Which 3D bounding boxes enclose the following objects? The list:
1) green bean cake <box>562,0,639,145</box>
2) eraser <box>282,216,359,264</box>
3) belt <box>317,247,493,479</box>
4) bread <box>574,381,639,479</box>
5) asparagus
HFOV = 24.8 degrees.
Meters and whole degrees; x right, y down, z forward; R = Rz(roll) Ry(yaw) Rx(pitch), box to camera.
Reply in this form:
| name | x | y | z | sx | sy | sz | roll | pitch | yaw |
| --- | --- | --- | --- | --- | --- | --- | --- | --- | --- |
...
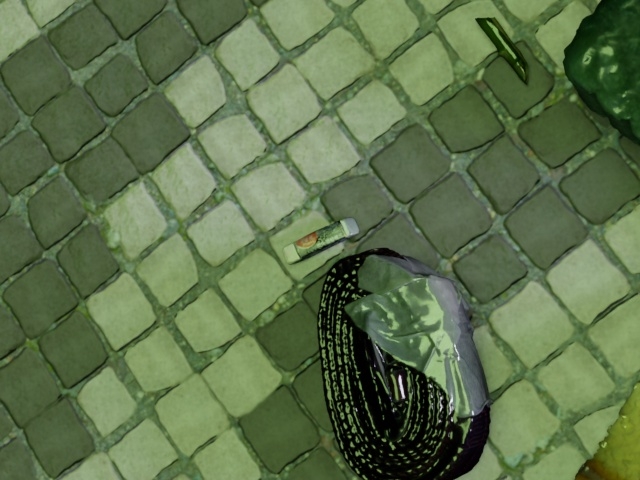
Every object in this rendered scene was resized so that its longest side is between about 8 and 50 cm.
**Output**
| name | x | y | z | sx | sy | sz | roll | pitch | yaw |
| --- | --- | --- | --- | --- | --- | --- | --- | --- | --- |
| green bean cake | 0.471 | -0.208 | 1.630 | 0.308 | 0.169 | 0.300 | -47 | 64 | 3 |
| eraser | 0.000 | 0.000 | 1.826 | 0.099 | 0.019 | 0.027 | -25 | 79 | 12 |
| belt | 0.093 | 0.150 | 1.713 | 0.184 | 0.164 | 0.289 | -16 | 80 | 21 |
| bread | 0.380 | 0.306 | 1.655 | 0.142 | 0.178 | 0.266 | 25 | 94 | -16 |
| asparagus | 0.229 | -0.236 | 1.788 | 0.021 | 0.025 | 0.108 | -40 | 78 | 28 |
